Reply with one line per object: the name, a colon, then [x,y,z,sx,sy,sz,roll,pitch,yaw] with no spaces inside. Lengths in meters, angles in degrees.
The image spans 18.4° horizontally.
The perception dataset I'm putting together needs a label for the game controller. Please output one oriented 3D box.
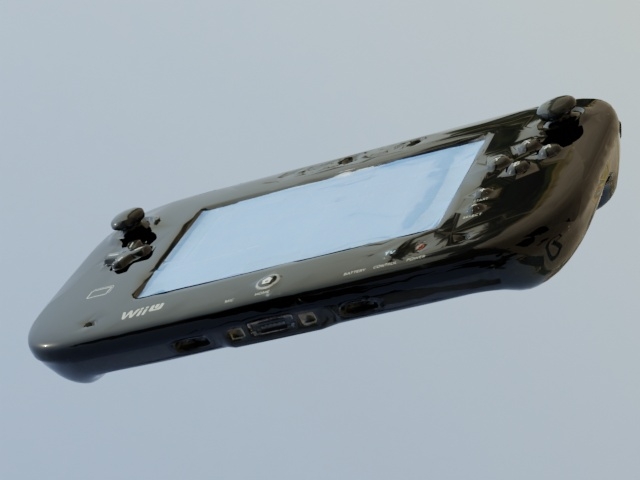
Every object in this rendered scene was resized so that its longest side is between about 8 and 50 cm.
game controller: [0.000,0.000,1.027,0.166,0.319,0.067,-43,-64,-61]
